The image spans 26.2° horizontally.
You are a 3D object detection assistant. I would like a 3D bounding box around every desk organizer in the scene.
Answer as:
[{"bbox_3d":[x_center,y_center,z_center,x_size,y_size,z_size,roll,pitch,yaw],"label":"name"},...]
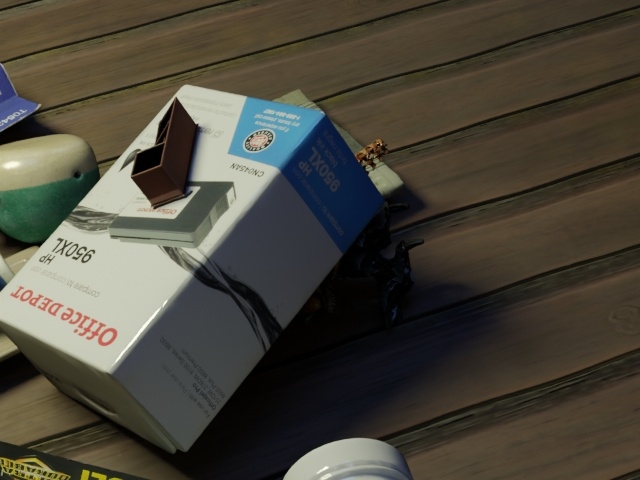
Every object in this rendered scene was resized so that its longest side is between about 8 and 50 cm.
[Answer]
[{"bbox_3d":[-0.182,-0.105,1.605,0.047,0.050,0.130,-18,40,21],"label":"desk organizer"}]

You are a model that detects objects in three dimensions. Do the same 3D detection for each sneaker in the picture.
[{"bbox_3d":[-0.421,0.063,1.701,0.084,0.152,0.058,-33,91,-19],"label":"sneaker"}]

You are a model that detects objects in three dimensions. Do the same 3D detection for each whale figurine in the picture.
[{"bbox_3d":[-0.430,-0.065,1.926,0.272,0.141,0.216,-3,14,35],"label":"whale figurine"}]

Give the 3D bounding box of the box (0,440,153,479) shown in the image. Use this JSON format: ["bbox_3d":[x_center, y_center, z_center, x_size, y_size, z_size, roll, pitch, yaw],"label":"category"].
[{"bbox_3d":[-0.183,0.341,1.253,0.322,0.257,0.079,17,20,-9],"label":"box"}]

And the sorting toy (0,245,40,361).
[{"bbox_3d":[-0.413,0.099,1.788,0.347,0.047,0.196,-26,41,-22],"label":"sorting toy"}]

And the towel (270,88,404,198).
[{"bbox_3d":[-0.083,-0.075,1.950,0.324,0.056,0.312,-26,43,-18],"label":"towel"}]

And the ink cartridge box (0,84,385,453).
[{"bbox_3d":[-0.162,0.020,1.636,0.285,0.166,0.395,16,61,47],"label":"ink cartridge box"}]

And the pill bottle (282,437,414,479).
[{"bbox_3d":[0.061,0.361,1.332,0.188,0.188,0.334,-12,42,-7],"label":"pill bottle"}]

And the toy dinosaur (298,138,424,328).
[{"bbox_3d":[0.000,0.000,1.749,0.218,0.164,0.322,15,83,32],"label":"toy dinosaur"}]

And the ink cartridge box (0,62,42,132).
[{"bbox_3d":[-0.640,-0.186,2.067,0.324,0.071,0.330,-36,36,-30],"label":"ink cartridge box"}]
